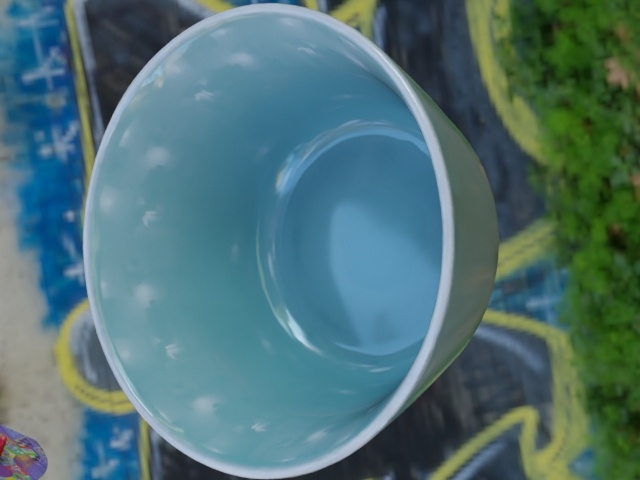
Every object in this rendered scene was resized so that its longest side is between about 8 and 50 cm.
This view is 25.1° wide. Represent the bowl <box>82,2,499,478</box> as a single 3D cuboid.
[{"bbox_3d":[0.000,0.000,1.004,0.163,0.311,0.312,0,-103,-53],"label":"bowl"}]

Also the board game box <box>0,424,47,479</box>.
[{"bbox_3d":[-0.299,0.145,1.174,0.133,0.168,0.033,-44,-23,-79],"label":"board game box"}]
